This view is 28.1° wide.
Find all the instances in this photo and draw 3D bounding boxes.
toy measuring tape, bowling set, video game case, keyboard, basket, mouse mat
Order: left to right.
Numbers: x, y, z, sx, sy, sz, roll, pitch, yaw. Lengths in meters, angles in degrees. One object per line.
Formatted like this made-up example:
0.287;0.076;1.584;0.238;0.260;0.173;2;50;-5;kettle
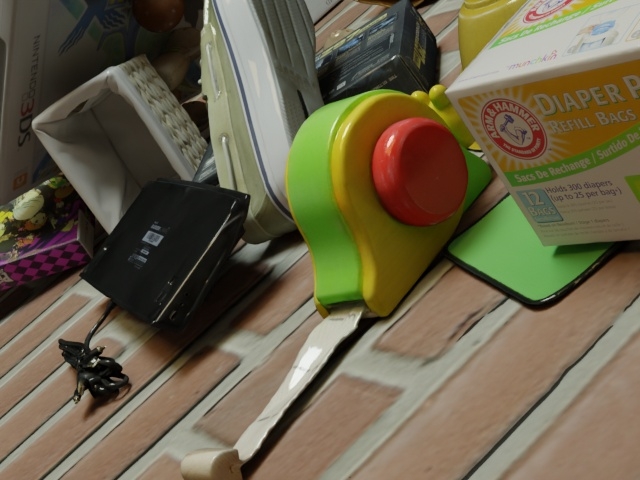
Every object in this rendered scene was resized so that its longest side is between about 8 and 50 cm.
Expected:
-0.367;-0.025;1.460;0.232;0.042;0.210;-17;43;10;video game case
-0.221;-0.217;1.374;0.329;0.036;0.300;-37;-24;-41;video game case
-0.191;-0.093;1.304;0.113;0.167;0.103;-29;13;20;basket
-0.152;0.038;1.059;0.201;0.033;0.317;-55;19;-7;keyboard
-0.103;-0.213;1.376;0.287;0.200;0.154;-20;22;22;bowling set
0.000;0.000;0.795;0.121;0.121;0.330;-12;30;52;toy measuring tape
0.167;-0.035;0.745;0.190;0.007;0.152;-39;18;-4;mouse mat

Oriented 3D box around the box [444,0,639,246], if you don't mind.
0.181;-0.075;0.633;0.203;0.114;0.103;-7;35;54;box

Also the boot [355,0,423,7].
0.167;-0.351;1.421;0.295;0.104;0.211;-4;48;50;boot

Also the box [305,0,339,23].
-0.028;-0.346;1.749;0.101;0.087;0.102;-45;20;-23;box

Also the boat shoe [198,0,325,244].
-0.060;-0.138;1.067;0.094;0.109;0.302;-29;55;26;boat shoe

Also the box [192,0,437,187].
-0.003;-0.119;1.181;0.233;0.059;0.183;-31;20;18;box

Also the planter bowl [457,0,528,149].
0.169;-0.167;0.936;0.217;0.090;0.217;-33;18;12;planter bowl

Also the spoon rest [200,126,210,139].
-0.252;-0.088;1.571;0.276;0.084;0.137;-22;20;3;spoon rest
